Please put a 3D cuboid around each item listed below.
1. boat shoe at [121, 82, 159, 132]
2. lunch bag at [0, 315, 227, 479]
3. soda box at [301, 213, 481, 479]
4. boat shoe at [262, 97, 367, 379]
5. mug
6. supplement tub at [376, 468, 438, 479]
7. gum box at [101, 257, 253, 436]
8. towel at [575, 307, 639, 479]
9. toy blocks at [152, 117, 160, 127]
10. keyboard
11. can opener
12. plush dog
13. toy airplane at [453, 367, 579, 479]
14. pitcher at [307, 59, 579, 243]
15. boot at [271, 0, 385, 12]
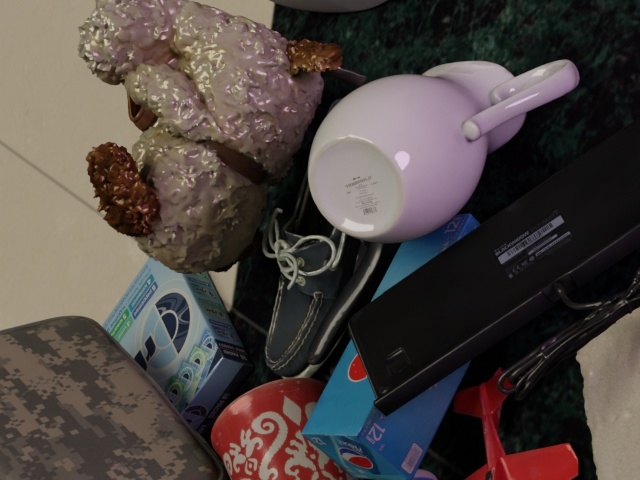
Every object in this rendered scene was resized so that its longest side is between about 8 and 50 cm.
[{"bbox_3d":[-0.176,-0.182,2.040,0.064,0.060,0.178,-39,47,36],"label":"boat shoe"},{"bbox_3d":[-0.234,0.257,1.771,0.305,0.213,0.256,41,136,39],"label":"lunch bag"},{"bbox_3d":[0.072,0.082,1.538,0.071,0.067,0.210,-5,48,52],"label":"soda box"},{"bbox_3d":[0.000,0.000,1.715,0.095,0.079,0.254,33,101,53],"label":"boat shoe"},{"bbox_3d":[-0.006,0.222,1.630,0.113,0.150,0.169,-25,51,-1],"label":"mug"},{"bbox_3d":[0.075,0.237,1.515,0.071,0.071,0.107,-46,49,30],"label":"supplement tub"},{"bbox_3d":[-0.149,0.113,1.889,0.157,0.041,0.184,-54,41,22],"label":"gum box"},{"bbox_3d":[0.264,0.159,1.332,0.187,0.049,0.282,-31,53,43],"label":"towel"},{"bbox_3d":[-0.126,-0.125,1.897,0.123,0.054,0.148,-63,4,12],"label":"toy blocks"},{"bbox_3d":[0.169,0.028,1.419,0.317,0.033,0.201,-35,31,9],"label":"keyboard"},{"bbox_3d":[0.049,0.031,1.654,0.186,0.059,0.073,-66,18,-1],"label":"can opener"},{"bbox_3d":[-0.091,-0.078,1.730,0.211,0.262,0.225,14,81,41],"label":"plush dog"},{"bbox_3d":[0.137,0.164,1.509,0.151,0.028,0.151,-26,55,46],"label":"toy airplane"},{"bbox_3d":[0.097,-0.084,1.540,0.178,0.207,0.125,-22,98,37],"label":"pitcher"},{"bbox_3d":[0.050,-0.289,1.785,0.258,0.095,0.123,-6,63,42],"label":"boot"}]
